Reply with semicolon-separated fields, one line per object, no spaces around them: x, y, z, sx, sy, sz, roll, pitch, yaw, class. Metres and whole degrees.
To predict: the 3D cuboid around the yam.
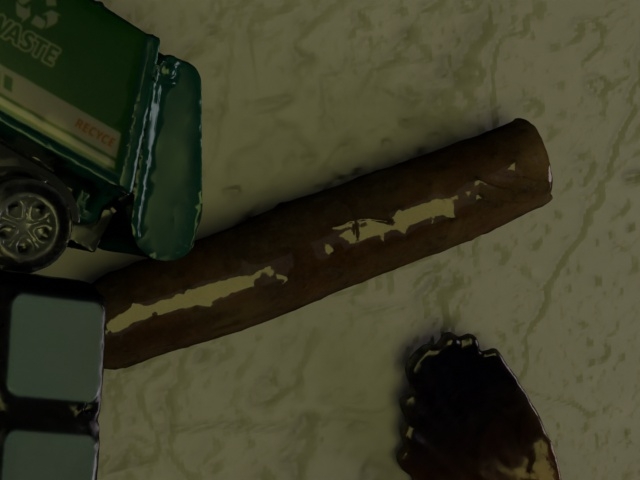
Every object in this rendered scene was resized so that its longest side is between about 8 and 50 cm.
0.000;0.000;0.787;0.241;0.057;0.057;-22;110;-11;yam

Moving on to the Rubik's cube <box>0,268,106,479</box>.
-0.191;0.092;0.645;0.163;0.162;0.160;9;79;-37;Rubik's cube

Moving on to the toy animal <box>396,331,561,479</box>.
0.050;0.252;0.835;0.284;0.225;0.302;-35;126;13;toy animal

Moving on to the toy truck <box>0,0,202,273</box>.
-0.165;-0.066;0.685;0.253;0.114;0.124;33;79;-23;toy truck
